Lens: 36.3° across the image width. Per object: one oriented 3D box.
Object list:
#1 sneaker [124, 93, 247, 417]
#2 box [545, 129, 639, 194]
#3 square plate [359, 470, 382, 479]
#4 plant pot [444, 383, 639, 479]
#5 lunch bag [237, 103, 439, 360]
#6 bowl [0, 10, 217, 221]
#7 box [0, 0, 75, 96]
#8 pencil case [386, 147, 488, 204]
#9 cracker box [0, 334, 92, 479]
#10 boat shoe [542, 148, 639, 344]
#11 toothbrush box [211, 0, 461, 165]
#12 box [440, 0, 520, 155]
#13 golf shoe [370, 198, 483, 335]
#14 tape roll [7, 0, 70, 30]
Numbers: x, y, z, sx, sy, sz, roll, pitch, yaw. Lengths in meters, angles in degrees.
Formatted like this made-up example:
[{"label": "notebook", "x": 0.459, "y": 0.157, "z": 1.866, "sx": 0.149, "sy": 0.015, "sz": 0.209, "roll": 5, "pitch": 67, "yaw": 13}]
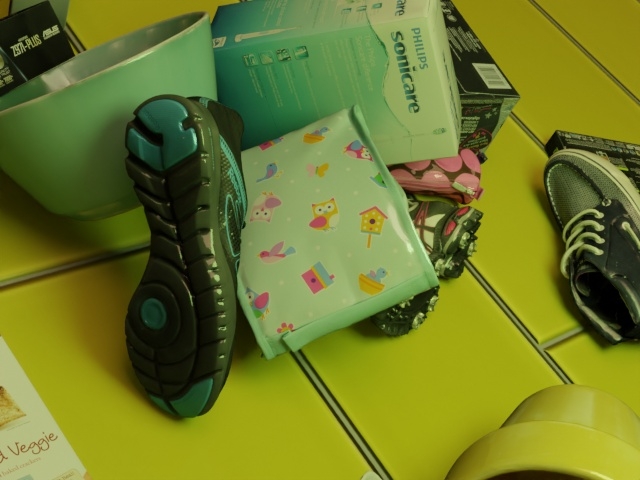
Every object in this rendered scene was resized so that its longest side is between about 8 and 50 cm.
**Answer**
[{"label": "sneaker", "x": -0.122, "y": 0.017, "z": 1.034, "sx": 0.125, "sy": 0.340, "sz": 0.140, "roll": 8, "pitch": 11, "yaw": 23}, {"label": "box", "x": 0.484, "y": -0.095, "z": 1.610, "sx": 0.191, "sy": 0.045, "sz": 0.184, "roll": 6, "pitch": 49, "yaw": -22}, {"label": "square plate", "x": 0.065, "y": 0.428, "z": 0.808, "sx": 0.344, "sy": 0.049, "sz": 0.347, "roll": 52, "pitch": 38, "yaw": -5}, {"label": "plant pot", "x": 0.253, "y": 0.275, "z": 1.008, "sx": 0.254, "sy": 0.254, "sz": 0.239, "roll": 32, "pitch": 27, "yaw": 6}, {"label": "lunch bag", "x": 0.000, "y": 0.000, "z": 1.141, "sx": 0.223, "sy": 0.160, "sz": 0.262, "roll": -23, "pitch": 51, "yaw": 2}, {"label": "bowl", "x": -0.244, "y": -0.134, "z": 1.146, "sx": 0.311, "sy": 0.312, "sz": 0.163, "roll": -45, "pitch": 121, "yaw": -46}, {"label": "box", "x": -0.415, "y": -0.212, "z": 1.179, "sx": 0.147, "sy": 0.180, "sz": 0.077, "roll": -43, "pitch": 118, "yaw": -45}, {"label": "pencil case", "x": 0.129, "y": -0.097, "z": 1.402, "sx": 0.209, "sy": 0.095, "sz": 0.098, "roll": 1, "pitch": 43, "yaw": -21}, {"label": "cracker box", "x": -0.328, "y": 0.198, "z": 0.907, "sx": 0.156, "sy": 0.067, "sz": 0.232, "roll": -21, "pitch": 60, "yaw": -39}, {"label": "boat shoe", "x": 0.400, "y": 0.001, "z": 1.409, "sx": 0.158, "sy": 0.127, "sz": 0.340, "roll": -5, "pitch": 52, "yaw": -40}, {"label": "toothbrush box", "x": 0.021, "y": -0.209, "z": 1.275, "sx": 0.296, "sy": 0.216, "sz": 0.126, "roll": -6, "pitch": 42, "yaw": 17}, {"label": "box", "x": 0.169, "y": -0.257, "z": 1.541, "sx": 0.163, "sy": 0.142, "sz": 0.247, "roll": -4, "pitch": 52, "yaw": -31}, {"label": "golf shoe", "x": 0.112, "y": 0.030, "z": 1.283, "sx": 0.120, "sy": 0.105, "sz": 0.273, "roll": 22, "pitch": 35, "yaw": 20}, {"label": "tape roll", "x": -0.377, "y": -0.373, "z": 1.327, "sx": 0.072, "sy": 0.219, "sz": 0.219, "roll": 8, "pitch": 46, "yaw": -21}]
